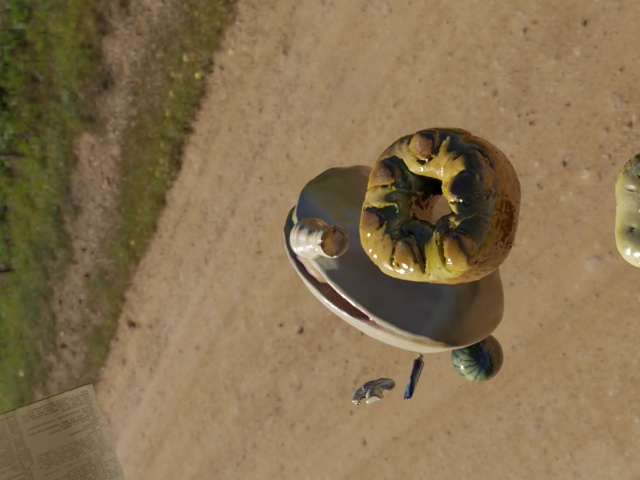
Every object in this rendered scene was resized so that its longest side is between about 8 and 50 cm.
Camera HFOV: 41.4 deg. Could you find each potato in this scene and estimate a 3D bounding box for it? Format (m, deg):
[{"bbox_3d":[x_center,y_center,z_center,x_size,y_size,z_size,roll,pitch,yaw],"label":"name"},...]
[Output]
[{"bbox_3d":[0.385,-0.036,0.979,0.091,0.070,0.138,-2,82,45],"label":"potato"}]

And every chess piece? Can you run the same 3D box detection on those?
[{"bbox_3d":[0.000,0.000,1.293,0.122,0.066,0.066,-166,70,-70],"label":"chess piece"}]

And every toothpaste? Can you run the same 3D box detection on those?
[{"bbox_3d":[0.155,0.226,1.395,0.027,0.019,0.083,-39,25,62],"label":"toothpaste"}]

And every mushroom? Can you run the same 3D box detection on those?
[{"bbox_3d":[0.101,0.288,1.622,0.101,0.019,0.049,-29,32,27],"label":"mushroom"}]

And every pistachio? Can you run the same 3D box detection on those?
[{"bbox_3d":[0.142,0.029,1.560,0.445,0.365,0.282,38,134,20],"label":"pistachio"}]

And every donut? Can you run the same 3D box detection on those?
[{"bbox_3d":[0.159,-0.045,1.129,0.226,0.113,0.227,-13,70,40],"label":"donut"}]

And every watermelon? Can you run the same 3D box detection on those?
[{"bbox_3d":[0.314,0.233,1.721,0.133,0.105,0.105,-154,58,-80],"label":"watermelon"}]

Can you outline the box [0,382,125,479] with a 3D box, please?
[{"bbox_3d":[-0.375,0.299,1.085,0.095,0.211,0.168,-32,77,51],"label":"box"}]
